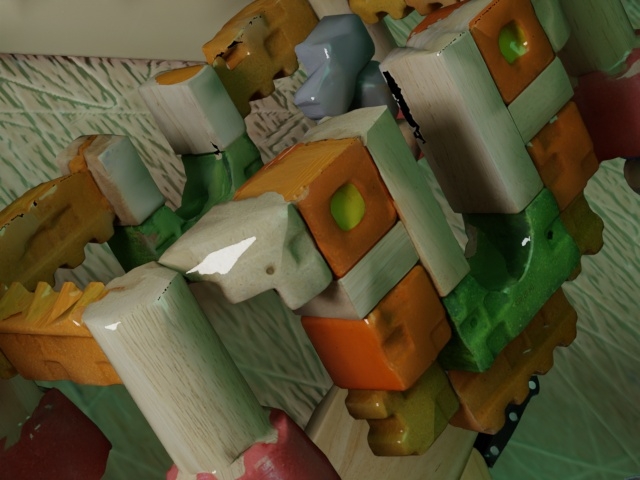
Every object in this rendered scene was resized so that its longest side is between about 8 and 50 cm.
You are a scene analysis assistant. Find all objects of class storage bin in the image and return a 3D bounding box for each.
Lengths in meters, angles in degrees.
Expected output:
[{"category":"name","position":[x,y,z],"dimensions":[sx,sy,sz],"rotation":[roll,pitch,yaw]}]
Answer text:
[{"category":"storage bin","position":[-0.152,-0.265,1.348],"dimensions":[0.262,0.123,0.260],"rotation":[0,60,-22]}]

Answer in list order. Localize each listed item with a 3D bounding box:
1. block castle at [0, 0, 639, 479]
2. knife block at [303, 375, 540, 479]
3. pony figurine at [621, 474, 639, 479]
[{"category":"block castle","position":[0.000,0.000,1.107],"dimensions":[0.453,0.303,0.213],"rotation":[-44,117,-32]},{"category":"knife block","position":[0.020,0.136,1.183],"dimensions":[0.275,0.088,0.242],"rotation":[-9,62,-27]},{"category":"pony figurine","position":[0.355,0.123,1.218],"dimensions":[0.351,0.303,0.363],"rotation":[1,31,-49]}]
